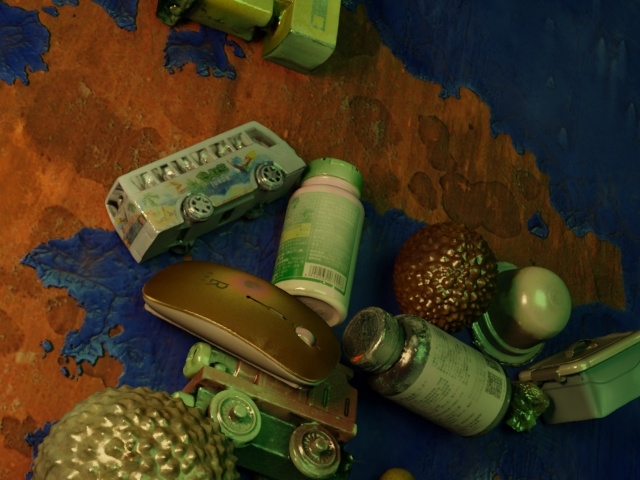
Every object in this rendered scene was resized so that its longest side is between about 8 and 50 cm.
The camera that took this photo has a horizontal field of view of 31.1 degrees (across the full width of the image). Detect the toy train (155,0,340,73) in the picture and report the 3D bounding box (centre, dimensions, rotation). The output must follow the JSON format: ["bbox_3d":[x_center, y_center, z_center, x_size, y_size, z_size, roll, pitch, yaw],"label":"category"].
[{"bbox_3d":[-0.126,-0.464,2.028,0.397,0.160,0.253,18,66,-27],"label":"toy train"}]

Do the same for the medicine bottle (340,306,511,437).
[{"bbox_3d":[0.169,0.209,1.870,0.293,0.141,0.141,31,53,-33],"label":"medicine bottle"}]

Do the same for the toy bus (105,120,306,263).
[{"bbox_3d":[-0.180,-0.083,1.838,0.330,0.109,0.136,-28,74,-40],"label":"toy bus"}]

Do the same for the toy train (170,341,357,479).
[{"bbox_3d":[-0.087,0.255,1.716,0.304,0.150,0.221,24,46,-21],"label":"toy train"}]

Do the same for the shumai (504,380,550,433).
[{"bbox_3d":[0.353,0.298,2.030,0.083,0.082,0.080,28,52,9],"label":"shumai"}]

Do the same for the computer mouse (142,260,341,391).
[{"bbox_3d":[-0.114,0.114,1.714,0.310,0.071,0.158,27,30,11],"label":"computer mouse"}]

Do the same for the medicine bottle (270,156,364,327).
[{"bbox_3d":[0.000,0.000,1.894,0.133,0.133,0.274,26,57,-22],"label":"medicine bottle"}]

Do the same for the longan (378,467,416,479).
[{"bbox_3d":[0.127,0.398,1.821,0.075,0.083,0.075,-14,115,-32],"label":"longan"}]

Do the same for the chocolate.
[{"bbox_3d":[0.370,0.113,2.083,0.221,0.147,0.221,12,62,-25],"label":"chocolate"}]

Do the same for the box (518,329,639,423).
[{"bbox_3d":[0.490,0.243,2.095,0.227,0.162,0.130,-17,88,-39],"label":"box"}]

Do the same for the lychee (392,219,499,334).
[{"bbox_3d":[0.213,0.064,1.973,0.200,0.238,0.200,0,97,-2],"label":"lychee"}]

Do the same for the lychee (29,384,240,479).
[{"bbox_3d":[-0.243,0.318,1.504,0.255,0.274,0.255,-6,97,-56],"label":"lychee"}]
